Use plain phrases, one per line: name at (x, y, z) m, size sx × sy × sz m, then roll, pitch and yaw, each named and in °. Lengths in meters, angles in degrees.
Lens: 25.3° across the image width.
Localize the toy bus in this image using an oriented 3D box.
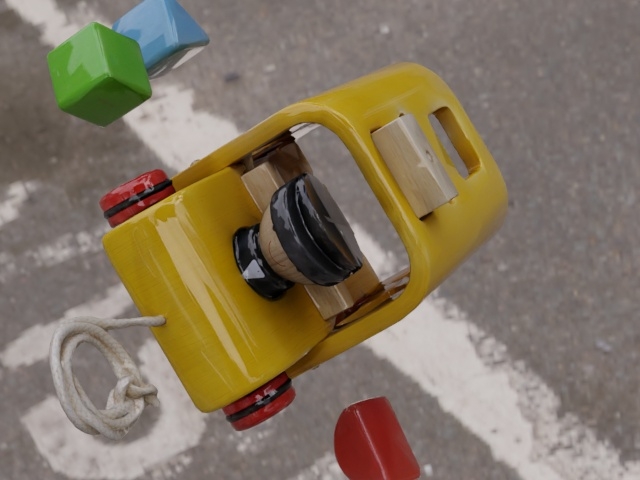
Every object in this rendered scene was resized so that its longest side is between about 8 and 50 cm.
toy bus at (0.002, -0.008, 0.539) m, size 0.104 × 0.191 × 0.202 m, roll -31°, pitch 47°, yaw 26°
